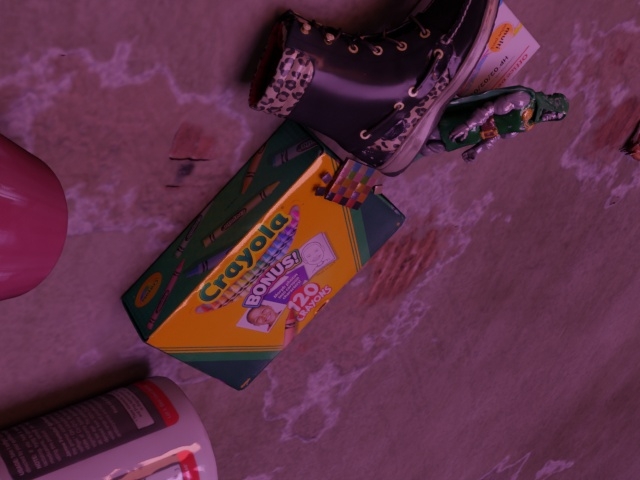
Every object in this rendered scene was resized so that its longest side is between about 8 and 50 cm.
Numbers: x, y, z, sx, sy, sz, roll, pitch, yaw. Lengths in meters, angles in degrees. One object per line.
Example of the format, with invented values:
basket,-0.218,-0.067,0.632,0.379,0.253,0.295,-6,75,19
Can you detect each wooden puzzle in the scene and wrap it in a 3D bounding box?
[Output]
wooden puzzle,0.032,-0.059,1.053,0.083,0.006,0.049,18,110,-41

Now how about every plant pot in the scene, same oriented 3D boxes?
plant pot,-0.302,-0.022,0.790,0.201,0.201,0.180,-49,159,11

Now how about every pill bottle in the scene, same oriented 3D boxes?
pill bottle,-0.288,0.279,1.113,0.319,0.176,0.176,-17,138,-30

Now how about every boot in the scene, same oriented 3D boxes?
boot,0.053,-0.190,0.979,0.179,0.085,0.236,20,111,-23

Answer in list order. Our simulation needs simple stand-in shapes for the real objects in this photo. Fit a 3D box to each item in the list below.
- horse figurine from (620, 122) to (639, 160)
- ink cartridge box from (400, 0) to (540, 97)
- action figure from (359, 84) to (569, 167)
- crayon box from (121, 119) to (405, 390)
horse figurine,0.588,-0.182,1.545,0.263,0.066,0.174,3,120,-42
ink cartridge box,0.172,-0.213,1.125,0.104,0.061,0.181,-49,144,11
action figure,0.156,-0.124,1.119,0.232,0.063,0.137,-14,158,14
crayon box,-0.061,0.020,1.118,0.278,0.081,0.165,-47,136,7
